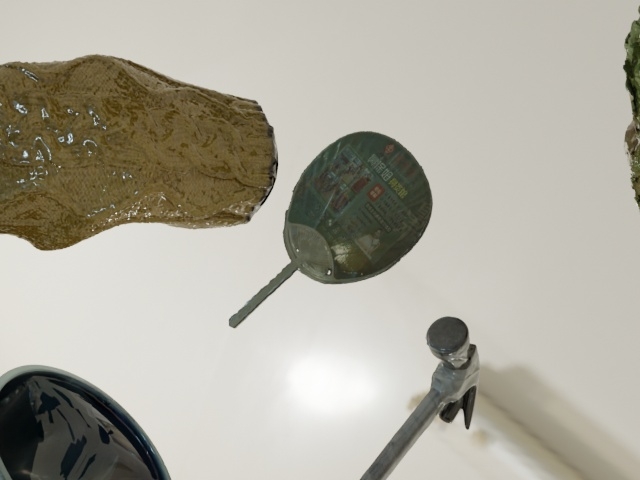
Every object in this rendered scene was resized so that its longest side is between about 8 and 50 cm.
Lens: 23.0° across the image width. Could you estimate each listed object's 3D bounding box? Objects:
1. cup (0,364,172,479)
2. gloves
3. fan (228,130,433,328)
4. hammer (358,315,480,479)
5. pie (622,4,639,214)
[{"bbox_3d":[-0.368,0.336,1.707,0.257,0.311,0.331,52,-157,11],"label":"cup"},{"bbox_3d":[-0.216,-0.095,1.507,0.356,0.155,0.203,-2,-120,-18],"label":"gloves"},{"bbox_3d":[0.006,-0.030,1.956,0.012,0.294,0.223,41,-145,-47],"label":"fan"},{"bbox_3d":[0.026,0.264,1.575,0.044,0.152,0.427,29,-114,31],"label":"hammer"},{"bbox_3d":[0.465,-0.102,1.439,0.395,0.418,0.181,13,-109,9],"label":"pie"}]
